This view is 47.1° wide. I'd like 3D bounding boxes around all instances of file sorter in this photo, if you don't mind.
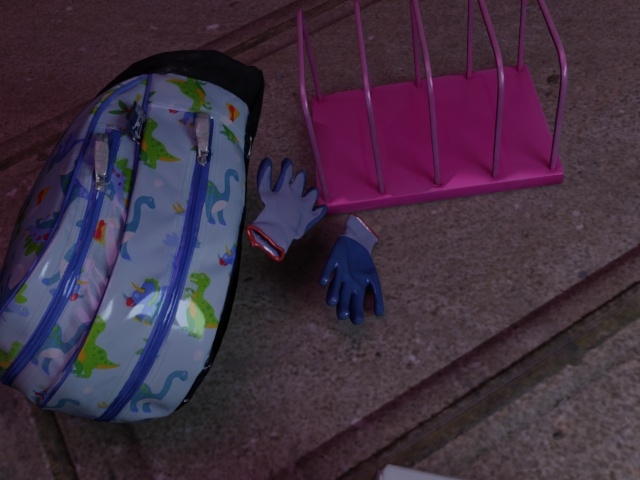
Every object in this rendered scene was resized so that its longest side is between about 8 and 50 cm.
[{"bbox_3d":[0.124,-0.180,0.871,0.291,0.182,0.202,-8,51,6],"label":"file sorter"}]

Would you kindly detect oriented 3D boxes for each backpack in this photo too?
[{"bbox_3d":[-0.194,0.007,0.741,0.290,0.273,0.355,-33,57,43],"label":"backpack"}]

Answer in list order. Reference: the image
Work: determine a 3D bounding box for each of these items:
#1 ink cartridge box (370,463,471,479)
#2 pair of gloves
[{"bbox_3d":[0.128,0.267,0.542,0.209,0.086,0.153,13,54,-3],"label":"ink cartridge box"},{"bbox_3d":[0.000,0.000,0.781,0.023,0.198,0.159,-35,20,33],"label":"pair of gloves"}]
